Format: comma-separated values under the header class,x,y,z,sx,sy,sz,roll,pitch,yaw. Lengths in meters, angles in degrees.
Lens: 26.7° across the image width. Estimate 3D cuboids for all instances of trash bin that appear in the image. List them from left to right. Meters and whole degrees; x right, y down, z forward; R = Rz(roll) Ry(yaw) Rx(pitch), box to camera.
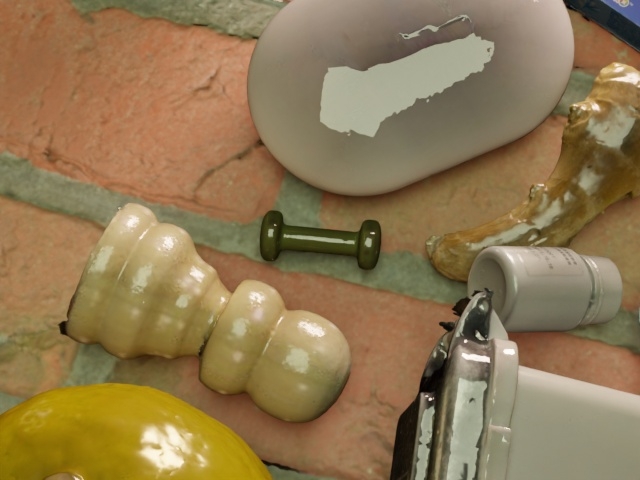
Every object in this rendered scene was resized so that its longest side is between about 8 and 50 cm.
class,x,y,z,sx,sy,sz,roll,pitch,yaw
trash bin,0.248,0.220,1.147,0.368,0.256,0.295,9,72,-1

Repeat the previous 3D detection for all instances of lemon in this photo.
class,x,y,z,sx,sy,sz,roll,pitch,yaw
lemon,-0.173,0.278,1.094,0.348,0.348,0.347,-1,73,2

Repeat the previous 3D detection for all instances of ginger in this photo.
class,x,y,z,sx,sy,sz,roll,pitch,yaw
ginger,0.232,-0.056,1.304,0.295,0.086,0.131,-35,107,-2

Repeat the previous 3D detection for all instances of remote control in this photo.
class,x,y,z,sx,sy,sz,roll,pitch,yaw
remote control,0.089,-0.172,1.333,0.332,0.103,0.221,-22,80,-4

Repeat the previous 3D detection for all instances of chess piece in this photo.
class,x,y,z,sx,sy,sz,roll,pitch,yaw
chess piece,-0.096,0.082,1.262,0.261,0.143,0.142,27,76,2

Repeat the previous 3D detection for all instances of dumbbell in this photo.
class,x,y,z,sx,sy,sz,roll,pitch,yaw
dumbbell,0.000,0.000,1.313,0.118,0.052,0.046,6,118,4

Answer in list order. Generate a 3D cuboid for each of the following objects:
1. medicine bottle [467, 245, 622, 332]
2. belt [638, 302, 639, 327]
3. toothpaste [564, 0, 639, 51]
class,x,y,z,sx,sy,sz,roll,pitch,yaw
medicine bottle,0.209,0.046,1.255,0.130,0.080,0.080,2,71,-28
belt,0.364,0.085,1.220,0.163,0.082,0.147,17,78,50
toothpaste,0.308,-0.247,1.372,0.272,0.053,0.066,37,78,13
